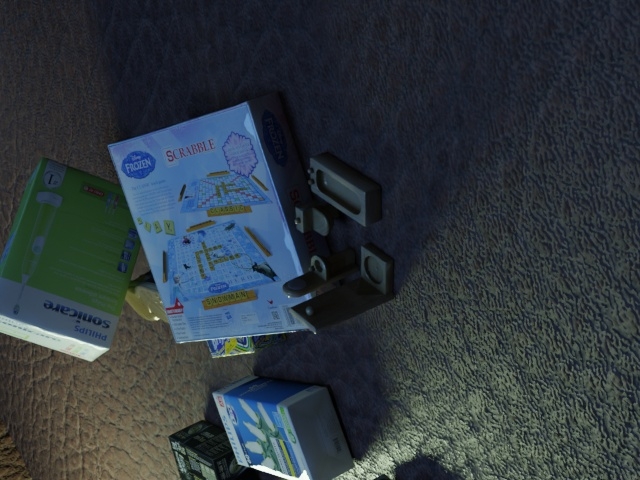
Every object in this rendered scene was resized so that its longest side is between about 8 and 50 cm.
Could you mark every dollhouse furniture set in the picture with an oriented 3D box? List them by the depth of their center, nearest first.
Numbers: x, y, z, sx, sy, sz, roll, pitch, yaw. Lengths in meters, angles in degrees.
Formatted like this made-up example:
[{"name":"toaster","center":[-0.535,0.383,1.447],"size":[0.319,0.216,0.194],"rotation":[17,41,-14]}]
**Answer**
[{"name":"dollhouse furniture set","center":[0.000,0.000,1.437],"size":[0.144,0.123,0.151],"rotation":[36,138,43]}]

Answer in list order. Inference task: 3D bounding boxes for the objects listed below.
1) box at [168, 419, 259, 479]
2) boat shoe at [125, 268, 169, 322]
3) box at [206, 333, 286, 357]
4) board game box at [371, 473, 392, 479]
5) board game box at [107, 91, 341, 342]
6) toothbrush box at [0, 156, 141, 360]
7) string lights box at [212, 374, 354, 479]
[{"name":"box","center":[-0.186,0.422,2.088],"size":[0.180,0.078,0.147],"rotation":[9,117,57]},{"name":"boat shoe","center":[-0.252,0.084,1.947],"size":[0.103,0.092,0.285],"rotation":[49,159,-17]},{"name":"box","center":[-0.123,0.146,1.809],"size":[0.169,0.059,0.054],"rotation":[-18,92,61]},{"name":"board game box","center":[0.166,0.475,1.562],"size":[0.305,0.053,0.193],"rotation":[33,137,45]},{"name":"board game box","center":[-0.136,-0.021,1.632],"size":[0.319,0.066,0.318],"rotation":[-9,102,44]},{"name":"toothbrush box","center":[-0.428,0.034,1.960],"size":[0.122,0.206,0.283],"rotation":[-34,40,60]},{"name":"string lights box","center":[-0.062,0.289,1.789],"size":[0.260,0.077,0.133],"rotation":[-5,107,60]}]
